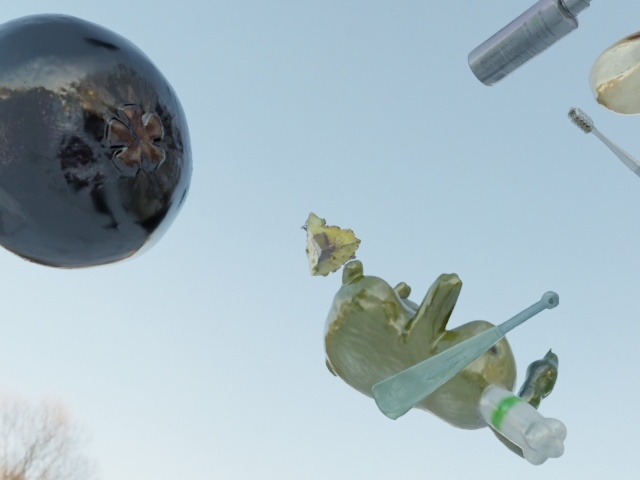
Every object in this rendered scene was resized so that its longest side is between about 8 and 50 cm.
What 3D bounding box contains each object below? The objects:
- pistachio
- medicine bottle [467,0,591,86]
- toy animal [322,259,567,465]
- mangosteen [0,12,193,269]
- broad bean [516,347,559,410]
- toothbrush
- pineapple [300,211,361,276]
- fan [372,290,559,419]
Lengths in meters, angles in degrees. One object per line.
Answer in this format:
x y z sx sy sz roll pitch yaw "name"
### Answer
0.735 -0.377 1.649 0.187 0.188 0.299 32 -32 -32 "pistachio"
0.276 -0.267 0.938 0.057 0.058 0.199 29 -42 -28 "medicine bottle"
0.174 0.154 0.985 0.363 0.180 0.181 18 -14 33 "toy animal"
-0.291 -0.100 0.822 0.302 0.275 0.275 -2 -32 37 "mangosteen"
0.338 0.242 1.215 0.061 0.195 0.046 36 -34 35 "broad bean"
0.517 -0.106 1.202 0.342 0.030 0.025 34 -59 -18 "toothbrush"
0.000 0.000 1.307 0.114 0.114 0.077 -44 -23 27 "pineapple"
0.134 0.103 0.689 0.193 0.038 0.016 -33 -8 9 "fan"
